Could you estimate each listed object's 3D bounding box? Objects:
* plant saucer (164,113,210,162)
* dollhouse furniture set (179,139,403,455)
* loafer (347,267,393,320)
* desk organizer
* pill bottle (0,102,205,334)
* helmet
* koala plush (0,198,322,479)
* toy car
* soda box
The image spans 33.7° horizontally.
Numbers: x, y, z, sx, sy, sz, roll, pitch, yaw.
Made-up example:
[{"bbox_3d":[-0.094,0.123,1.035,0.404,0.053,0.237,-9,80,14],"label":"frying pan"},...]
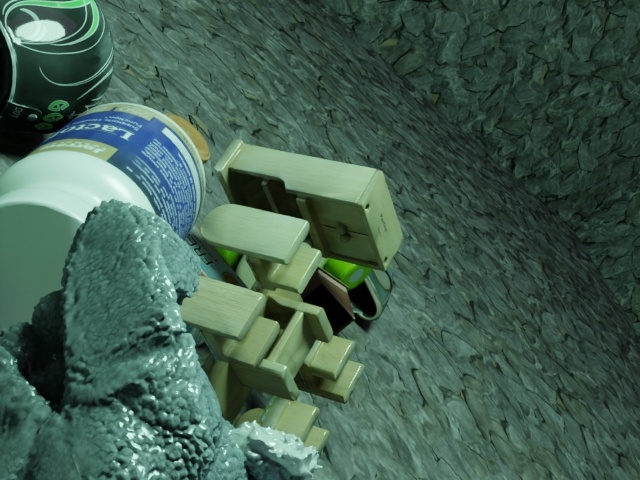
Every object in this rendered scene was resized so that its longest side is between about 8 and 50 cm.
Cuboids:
[{"bbox_3d":[-0.177,-0.138,1.401,0.083,0.013,0.083,42,20,-19],"label":"plant saucer"},{"bbox_3d":[-0.055,0.042,0.953,0.161,0.242,0.212,13,-34,29],"label":"dollhouse furniture set"},{"bbox_3d":[0.000,0.000,1.398,0.267,0.096,0.084,44,25,-17],"label":"loafer"},{"bbox_3d":[-0.028,0.092,1.080,0.047,0.130,0.050,35,24,-34],"label":"desk organizer"},{"bbox_3d":[-0.195,-0.016,0.892,0.153,0.153,0.265,44,18,-10],"label":"pill bottle"},{"bbox_3d":[-0.284,-0.187,1.037,0.169,0.169,0.161,51,35,11],"label":"helmet"},{"bbox_3d":[-0.113,0.134,0.649,0.203,0.196,0.221,56,-2,42],"label":"koala plush"},{"bbox_3d":[-0.009,0.036,1.248,0.155,0.149,0.188,45,4,27],"label":"toy car"},{"bbox_3d":[-0.151,0.015,1.069,0.183,0.063,0.058,49,21,7],"label":"soda box"}]
